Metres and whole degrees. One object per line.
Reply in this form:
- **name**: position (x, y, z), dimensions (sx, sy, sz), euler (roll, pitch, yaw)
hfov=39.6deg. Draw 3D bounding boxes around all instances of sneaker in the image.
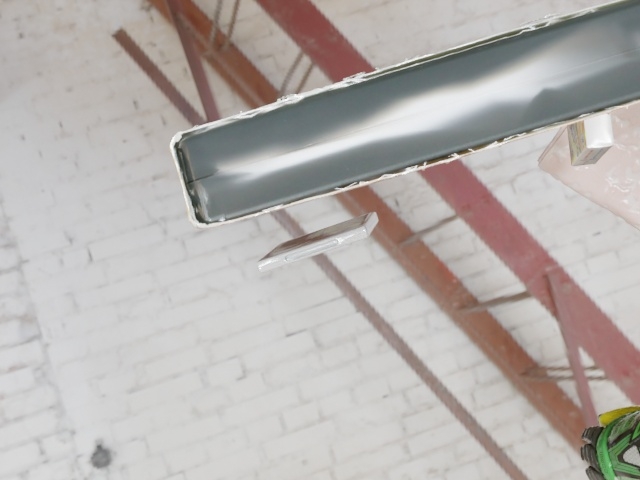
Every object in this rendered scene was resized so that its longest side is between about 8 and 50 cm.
- **sneaker**: position (0.474, 0.223, 0.981), dimensions (0.344, 0.134, 0.146), euler (-9, 168, -17)

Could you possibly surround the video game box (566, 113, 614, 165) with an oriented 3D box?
- **video game box**: position (0.409, -0.230, 1.382), dimensions (0.048, 0.205, 0.187), euler (-6, 175, 11)

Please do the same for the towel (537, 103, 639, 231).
- **towel**: position (0.610, -0.174, 1.574), dimensions (0.317, 0.332, 0.053), euler (-58, 176, 20)

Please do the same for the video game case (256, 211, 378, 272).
- **video game case**: position (0.000, 0.000, 1.392), dimensions (0.173, 0.022, 0.190), euler (-18, -175, 10)

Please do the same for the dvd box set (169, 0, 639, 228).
- **dvd box set**: position (0.062, -0.082, 0.693), dimensions (0.308, 0.062, 0.420), euler (-17, -177, 0)
